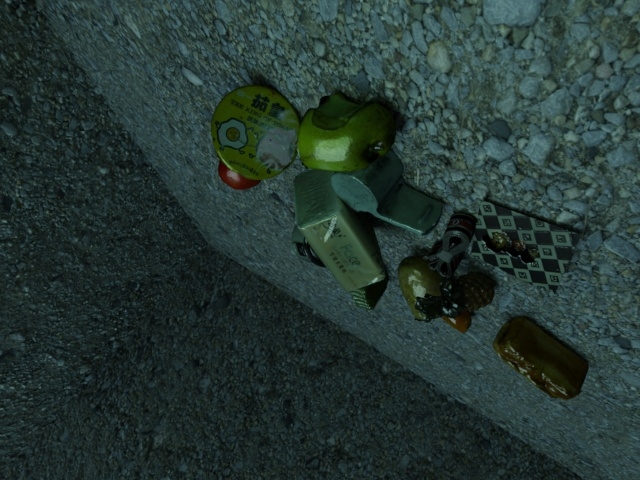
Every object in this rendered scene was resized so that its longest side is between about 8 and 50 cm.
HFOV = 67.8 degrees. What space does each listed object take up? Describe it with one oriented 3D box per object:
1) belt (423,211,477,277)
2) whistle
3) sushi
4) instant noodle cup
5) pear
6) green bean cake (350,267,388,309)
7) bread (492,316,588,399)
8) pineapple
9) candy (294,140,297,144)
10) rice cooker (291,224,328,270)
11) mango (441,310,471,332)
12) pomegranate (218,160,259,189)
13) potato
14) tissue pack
[{"bbox_3d":[0.462,0.020,1.678,0.126,0.094,0.360,34,161,13],"label":"belt"},{"bbox_3d":[0.208,-0.165,1.596,0.404,0.168,0.188,41,160,-7],"label":"whistle"},{"bbox_3d":[0.617,0.008,1.454,0.289,0.050,0.264,28,144,31],"label":"sushi"},{"bbox_3d":[-0.258,-0.380,1.757,0.325,0.326,0.254,44,168,-17],"label":"instant noodle cup"},{"bbox_3d":[0.081,-0.308,1.399,0.255,0.238,0.164,24,150,38],"label":"pear"},{"bbox_3d":[0.238,0.213,2.318,0.113,0.214,0.200,18,152,31],"label":"green bean cake"},{"bbox_3d":[0.846,0.459,1.849,0.344,0.195,0.149,39,155,5],"label":"bread"},{"bbox_3d":[0.486,0.203,1.741,0.141,0.309,0.170,28,129,59],"label":"pineapple"},{"bbox_3d":[-0.029,-0.357,1.652,0.062,0.122,0.038,46,155,-23],"label":"candy"},{"bbox_3d":[0.000,0.000,2.216,0.227,0.241,0.281,8,115,60],"label":"rice cooker"},{"bbox_3d":[0.579,0.313,2.122,0.217,0.102,0.141,38,-176,9],"label":"mango"},{"bbox_3d":[-0.346,-0.337,2.133,0.221,0.221,0.257,41,-174,-9],"label":"pomegranate"},{"bbox_3d":[0.429,0.175,1.961,0.229,0.229,0.266,0,123,59],"label":"potato"},{"bbox_3d":[0.074,-0.051,1.850,0.205,0.332,0.405,-24,130,17],"label":"tissue pack"}]
